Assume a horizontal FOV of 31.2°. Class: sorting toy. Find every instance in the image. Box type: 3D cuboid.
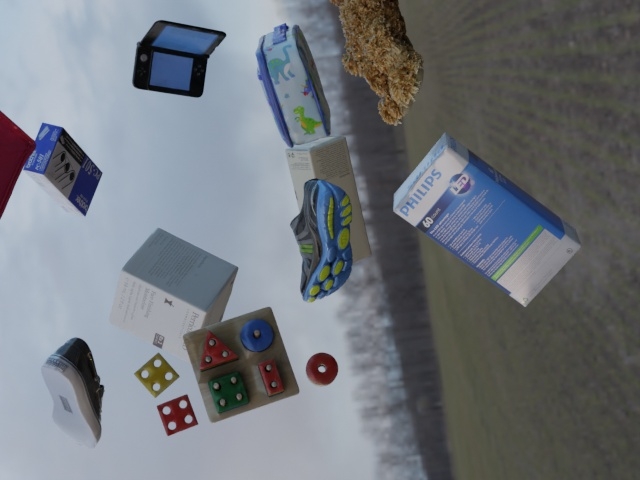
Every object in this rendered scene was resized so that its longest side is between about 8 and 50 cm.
[{"bbox_3d":[-0.120,0.174,1.596,0.046,0.274,0.132,102,149,-76],"label":"sorting toy"}]

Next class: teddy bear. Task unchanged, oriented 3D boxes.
[{"bbox_3d":[0.081,-0.354,1.902,0.245,0.113,0.338,-177,70,-82],"label":"teddy bear"}]

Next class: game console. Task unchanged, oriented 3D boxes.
[{"bbox_3d":[-0.219,-0.279,1.773,0.071,0.122,0.107,16,99,57],"label":"game console"}]

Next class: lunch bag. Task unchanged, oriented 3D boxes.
[{"bbox_3d":[-0.047,-0.258,1.876,0.219,0.090,0.176,-94,-14,-69],"label":"lunch bag"}]

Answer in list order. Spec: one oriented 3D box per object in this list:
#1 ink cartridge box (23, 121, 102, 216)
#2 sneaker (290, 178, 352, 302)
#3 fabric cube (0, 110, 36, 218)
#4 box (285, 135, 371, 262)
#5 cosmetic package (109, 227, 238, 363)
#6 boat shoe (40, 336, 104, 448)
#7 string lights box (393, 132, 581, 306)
[{"bbox_3d":[-0.468,-0.127,2.092,0.207,0.046,0.097,65,-139,-68],"label":"ink cartridge box"},{"bbox_3d":[0.000,0.000,1.527,0.078,0.067,0.188,41,138,43],"label":"sneaker"},{"bbox_3d":[-0.508,-0.060,1.199,0.259,0.258,0.254,48,-133,-42],"label":"fabric cube"},{"bbox_3d":[0.018,-0.082,2.479,0.094,0.113,0.275,7,114,51],"label":"box"},{"bbox_3d":[-0.280,0.105,2.192,0.151,0.184,0.151,-56,-10,-49],"label":"cosmetic package"},{"bbox_3d":[-0.347,0.218,1.655,0.076,0.080,0.228,-55,-24,-34],"label":"boat shoe"},{"bbox_3d":[0.252,-0.031,1.745,0.260,0.133,0.077,36,-159,-10],"label":"string lights box"}]
